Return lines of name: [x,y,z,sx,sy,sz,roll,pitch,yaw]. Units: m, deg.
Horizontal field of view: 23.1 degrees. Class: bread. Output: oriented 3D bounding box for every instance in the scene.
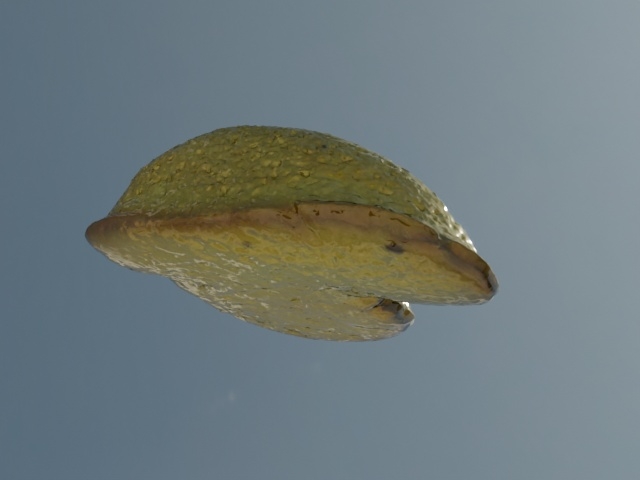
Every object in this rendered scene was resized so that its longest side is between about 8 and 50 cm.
bread: [0.000,0.000,0.692,0.187,0.065,0.149,-2,-27,35]
